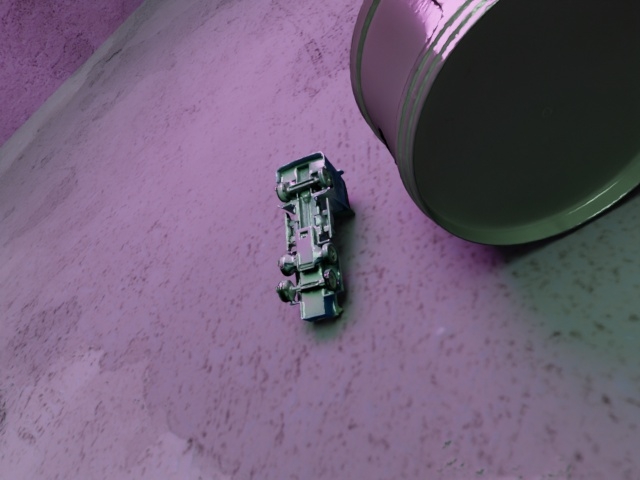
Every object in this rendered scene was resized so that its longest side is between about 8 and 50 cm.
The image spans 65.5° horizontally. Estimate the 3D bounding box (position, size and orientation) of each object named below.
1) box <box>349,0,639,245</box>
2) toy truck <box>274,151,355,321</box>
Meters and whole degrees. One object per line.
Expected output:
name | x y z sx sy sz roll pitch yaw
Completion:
box | 0.149 -0.126 0.392 0.226 0.226 0.149 -31 41 11
toy truck | 0.000 0.000 0.528 0.067 0.081 0.175 -17 64 26
